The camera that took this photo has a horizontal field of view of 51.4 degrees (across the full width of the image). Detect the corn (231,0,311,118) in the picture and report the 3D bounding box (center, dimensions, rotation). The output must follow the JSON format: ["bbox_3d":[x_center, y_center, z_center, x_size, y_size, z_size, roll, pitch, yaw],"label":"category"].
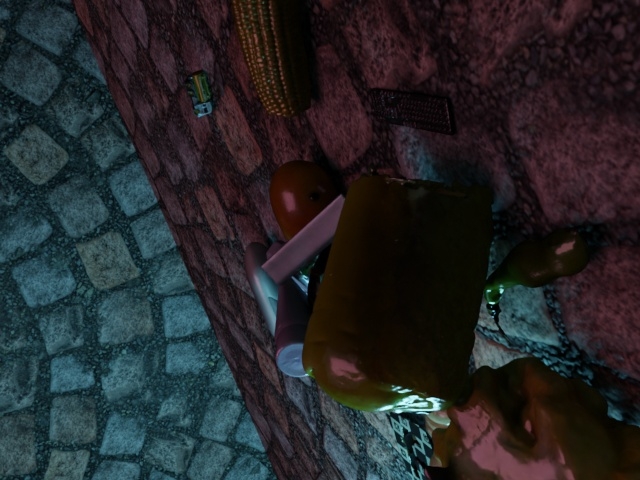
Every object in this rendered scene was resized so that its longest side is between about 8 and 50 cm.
[{"bbox_3d":[-0.094,-0.396,1.269,0.131,0.131,0.344,36,146,48],"label":"corn"}]

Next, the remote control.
[{"bbox_3d":[-0.141,0.159,1.956,0.221,0.103,0.332,-94,-15,-76],"label":"remote control"}]

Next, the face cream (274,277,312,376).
[{"bbox_3d":[-0.045,0.177,1.432,0.154,0.096,0.274,47,-163,-21],"label":"face cream"}]

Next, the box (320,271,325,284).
[{"bbox_3d":[0.116,0.162,1.313,0.118,0.205,0.311,48,152,39],"label":"box"}]

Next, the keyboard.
[{"bbox_3d":[0.146,-0.213,1.089,0.204,0.013,0.061,27,137,55],"label":"keyboard"}]

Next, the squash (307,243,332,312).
[{"bbox_3d":[0.047,0.093,1.413,0.156,0.193,0.193,39,155,1],"label":"squash"}]

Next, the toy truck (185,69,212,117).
[{"bbox_3d":[-0.340,-0.413,1.867,0.052,0.062,0.123,-111,7,-59],"label":"toy truck"}]

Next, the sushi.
[{"bbox_3d":[0.259,0.536,1.610,0.192,0.043,0.280,0,114,65],"label":"sushi"}]

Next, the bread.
[{"bbox_3d":[0.128,0.078,1.006,0.251,0.377,0.208,21,164,-12],"label":"bread"}]

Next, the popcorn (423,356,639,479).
[{"bbox_3d":[0.324,0.335,1.005,0.316,0.281,0.297,36,117,23],"label":"popcorn"}]

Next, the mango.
[{"bbox_3d":[-0.031,-0.066,1.477,0.175,0.139,0.254,55,165,33],"label":"mango"}]

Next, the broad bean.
[{"bbox_3d":[0.309,0.052,0.975,0.098,0.056,0.318,48,159,19],"label":"broad bean"}]

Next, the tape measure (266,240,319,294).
[{"bbox_3d":[-0.040,0.086,1.629,0.178,0.105,0.196,42,167,-33],"label":"tape measure"}]

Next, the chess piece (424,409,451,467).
[{"bbox_3d":[0.263,0.374,1.358,0.139,0.124,0.307,-82,-21,-70],"label":"chess piece"}]

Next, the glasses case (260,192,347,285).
[{"bbox_3d":[0.000,0.000,1.355,0.266,0.105,0.056,-41,68,35],"label":"glasses case"}]
